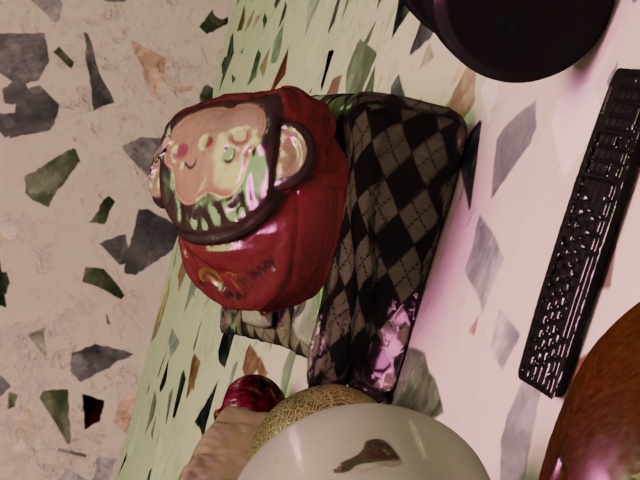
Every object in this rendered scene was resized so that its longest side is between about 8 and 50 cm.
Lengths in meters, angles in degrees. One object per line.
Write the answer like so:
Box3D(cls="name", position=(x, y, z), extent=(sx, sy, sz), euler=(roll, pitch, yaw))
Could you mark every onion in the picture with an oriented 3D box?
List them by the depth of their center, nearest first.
Box3D(cls="onion", position=(-0.086, 0.218, 1.830), extent=(0.107, 0.097, 0.107), euler=(-6, -90, -67))

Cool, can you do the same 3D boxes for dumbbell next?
Box3D(cls="dumbbell", position=(0.149, -0.231, 1.276), extent=(0.218, 0.152, 0.153), euler=(-112, 40, -70))

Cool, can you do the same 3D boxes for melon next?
Box3D(cls="melon", position=(0.003, 0.205, 1.383), extent=(0.192, 0.139, 0.139), euler=(117, 164, -54))

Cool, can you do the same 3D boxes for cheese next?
Box3D(cls="cheese", position=(-0.110, 0.330, 1.561), extent=(0.318, 0.115, 0.326), euler=(80, -154, -69))

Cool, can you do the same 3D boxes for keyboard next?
Box3D(cls="keyboard", position=(0.198, -0.008, 1.106), extent=(0.087, 0.017, 0.251), euler=(-145, 72, -75))

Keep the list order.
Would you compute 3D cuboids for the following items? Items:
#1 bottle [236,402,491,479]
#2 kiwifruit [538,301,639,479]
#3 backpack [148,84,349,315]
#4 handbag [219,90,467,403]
Box3D(cls="bottle", position=(0.054, 0.263, 0.952), extent=(0.352, 0.229, 0.229), euler=(-110, 38, -68))
Box3D(cls="kiwifruit", position=(0.185, 0.119, 0.633), extent=(0.196, 0.196, 0.234), euler=(142, 149, -68))
Box3D(cls="backpack", position=(-0.060, -0.035, 1.423), extent=(0.229, 0.139, 0.229), euler=(-1, 89, 45))
Box3D(cls="handbag", position=(0.000, 0.000, 1.625), extent=(0.416, 0.180, 0.317), euler=(-170, 88, -72))
